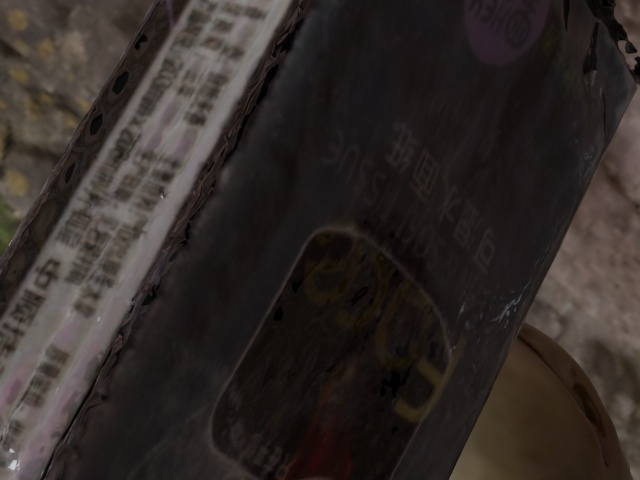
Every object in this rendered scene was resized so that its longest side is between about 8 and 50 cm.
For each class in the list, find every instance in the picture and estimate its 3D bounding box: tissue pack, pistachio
[{"bbox_3d":[0.000,0.000,0.669,0.122,0.361,0.259,15,160,39],"label":"tissue pack"},{"bbox_3d":[0.103,0.148,1.069,0.288,0.197,0.166,40,-162,27],"label":"pistachio"}]
